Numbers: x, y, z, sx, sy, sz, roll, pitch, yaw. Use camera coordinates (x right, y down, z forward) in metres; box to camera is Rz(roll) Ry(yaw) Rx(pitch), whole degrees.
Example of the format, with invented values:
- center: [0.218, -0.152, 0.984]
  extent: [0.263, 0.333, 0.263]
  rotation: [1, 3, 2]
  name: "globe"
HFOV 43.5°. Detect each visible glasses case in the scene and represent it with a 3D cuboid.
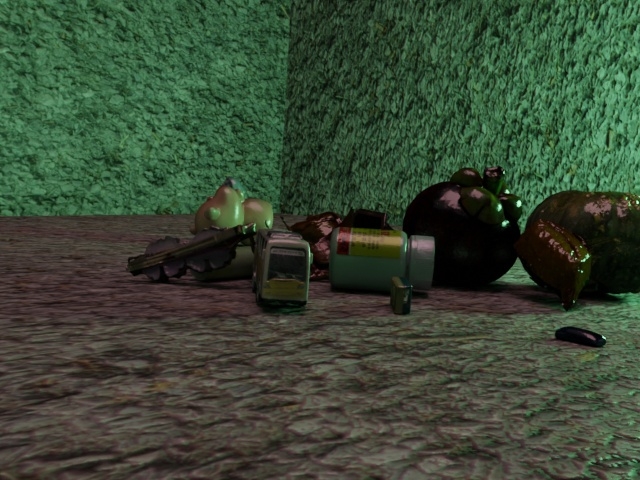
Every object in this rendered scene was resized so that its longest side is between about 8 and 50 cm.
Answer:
- center: [0.432, 0.158, 1.338]
  extent: [0.034, 0.023, 0.083]
  rotation: [1, 5, -43]
  name: "glasses case"

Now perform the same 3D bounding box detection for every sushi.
- center: [0.531, 0.058, 1.777]
  extent: [0.149, 0.140, 0.287]
  rotation: [11, 25, -24]
  name: "sushi"

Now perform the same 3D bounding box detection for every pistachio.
- center: [0.000, 0.000, 2.087]
  extent: [0.131, 0.165, 0.210]
  rotation: [24, 1, -41]
  name: "pistachio"

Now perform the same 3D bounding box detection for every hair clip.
- center: [-0.273, 0.025, 1.701]
  extent: [0.292, 0.106, 0.084]
  rotation: [-16, -14, 8]
  name: "hair clip"

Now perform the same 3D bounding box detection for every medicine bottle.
- center: [0.134, 0.044, 1.770]
  extent: [0.226, 0.139, 0.139]
  rotation: [4, 5, 4]
  name: "medicine bottle"

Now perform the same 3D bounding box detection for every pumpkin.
- center: [0.667, 0.001, 1.946]
  extent: [0.292, 0.257, 0.328]
  rotation: [18, -11, -17]
  name: "pumpkin"

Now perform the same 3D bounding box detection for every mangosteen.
- center: [0.348, -0.034, 1.977]
  extent: [0.301, 0.300, 0.300]
  rotation: [4, 5, 0]
  name: "mangosteen"

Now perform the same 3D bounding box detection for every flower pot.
- center: [0.121, 0.016, 2.085]
  extent: [0.084, 0.178, 0.251]
  rotation: [33, -5, -19]
  name: "flower pot"

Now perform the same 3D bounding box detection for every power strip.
- center: [0.155, 0.106, 1.551]
  extent: [0.032, 0.056, 0.123]
  rotation: [3, 5, 0]
  name: "power strip"

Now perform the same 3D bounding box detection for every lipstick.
- center: [-0.171, 0.050, 1.875]
  extent: [0.076, 0.076, 0.304]
  rotation: [7, 7, 38]
  name: "lipstick"

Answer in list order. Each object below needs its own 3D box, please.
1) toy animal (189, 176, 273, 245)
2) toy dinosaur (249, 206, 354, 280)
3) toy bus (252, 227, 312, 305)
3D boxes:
- center: [-0.276, -0.064, 2.565]
  extent: [0.221, 0.229, 0.210]
  rotation: [42, -34, -8]
  name: "toy animal"
- center: [-0.050, 0.000, 1.887]
  extent: [0.328, 0.113, 0.206]
  rotation: [11, 40, -30]
  name: "toy dinosaur"
- center: [-0.079, 0.048, 1.591]
  extent: [0.097, 0.137, 0.342]
  rotation: [5, 3, -8]
  name: "toy bus"
